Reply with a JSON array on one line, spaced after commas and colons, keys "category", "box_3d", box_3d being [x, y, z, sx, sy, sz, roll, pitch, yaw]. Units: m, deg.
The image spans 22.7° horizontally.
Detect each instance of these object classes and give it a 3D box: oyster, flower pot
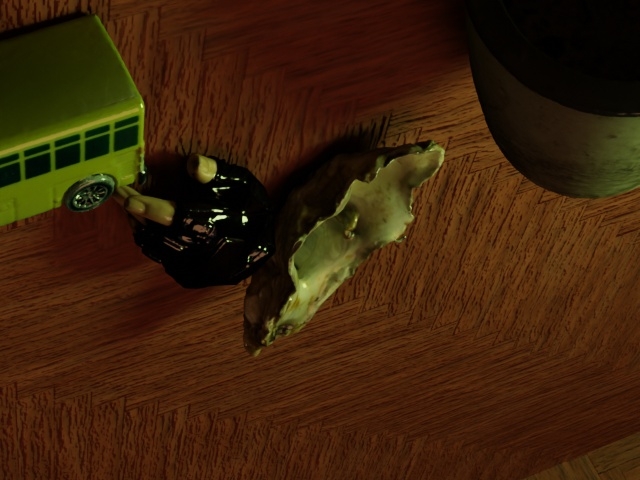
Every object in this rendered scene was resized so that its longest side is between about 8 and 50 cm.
[{"category": "oyster", "box_3d": [0.000, -0.004, 1.858, 0.166, 0.110, 0.341, -10, 147, -43]}, {"category": "flower pot", "box_3d": [0.283, -0.200, 1.584, 0.293, 0.293, 0.330, -26, 163, -4]}]

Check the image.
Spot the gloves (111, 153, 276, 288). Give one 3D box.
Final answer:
[{"category": "gloves", "box_3d": [-0.137, -0.019, 1.697, 0.203, 0.124, 0.164, -3, 127, -56]}]

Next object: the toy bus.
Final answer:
[{"category": "toy bus", "box_3d": [-0.291, -0.089, 1.382, 0.262, 0.128, 0.150, -20, 153, -20]}]
